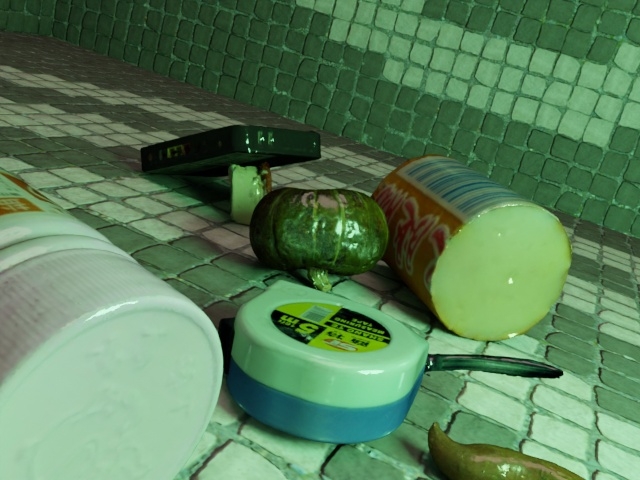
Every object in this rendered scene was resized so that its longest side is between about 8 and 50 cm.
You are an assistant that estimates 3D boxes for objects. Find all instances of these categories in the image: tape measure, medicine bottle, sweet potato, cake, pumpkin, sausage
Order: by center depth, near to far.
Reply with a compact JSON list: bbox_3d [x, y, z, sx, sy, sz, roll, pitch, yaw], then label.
[{"bbox_3d":[-0.250,0.062,0.504,0.315,0.202,0.202,26,20,32],"label":"medicine bottle"},{"bbox_3d":[0.197,0.232,0.631,0.202,0.058,0.055,17,58,16],"label":"sweet potato"},{"bbox_3d":[0.068,0.142,0.686,0.351,0.098,0.215,13,15,17],"label":"tape measure"},{"bbox_3d":[0.000,0.000,1.017,0.218,0.163,0.219,1,-4,0],"label":"pumpkin"},{"bbox_3d":[0.226,0.001,1.069,0.233,0.233,0.287,9,19,-22],"label":"sausage"},{"bbox_3d":[-0.136,-0.114,1.282,0.086,0.117,0.220,5,21,-6],"label":"cake"}]

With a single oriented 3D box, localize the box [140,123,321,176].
[{"bbox_3d":[-0.182,-0.171,1.285,0.350,0.058,0.211,-2,-1,45],"label":"box"}]
